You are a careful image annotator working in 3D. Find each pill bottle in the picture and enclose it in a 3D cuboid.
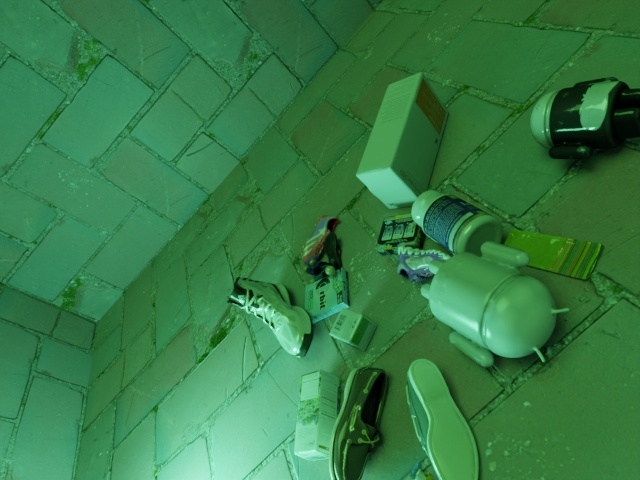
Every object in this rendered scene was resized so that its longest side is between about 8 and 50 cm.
[{"bbox_3d":[0.401,-0.051,1.263,0.153,0.153,0.265,-49,36,5],"label":"pill bottle"}]

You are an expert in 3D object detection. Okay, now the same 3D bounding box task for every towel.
[{"bbox_3d":[0.592,0.029,1.093,0.237,0.021,0.102,18,73,54],"label":"towel"}]

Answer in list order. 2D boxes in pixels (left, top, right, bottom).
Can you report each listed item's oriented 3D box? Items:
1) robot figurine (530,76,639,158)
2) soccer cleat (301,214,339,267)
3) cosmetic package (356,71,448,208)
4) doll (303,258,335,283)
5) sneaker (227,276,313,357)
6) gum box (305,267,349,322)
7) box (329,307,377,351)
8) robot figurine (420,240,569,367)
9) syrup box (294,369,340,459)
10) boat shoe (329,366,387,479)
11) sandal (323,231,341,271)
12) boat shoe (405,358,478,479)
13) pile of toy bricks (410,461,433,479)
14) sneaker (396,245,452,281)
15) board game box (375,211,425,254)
[{"bbox_3d":[0.724,-0.333,1.137,0.209,0.174,0.278,-29,24,-30],"label":"robot figurine"},{"bbox_3d":[0.000,0.000,1.739,0.095,0.083,0.248,-1,56,42],"label":"soccer cleat"},{"bbox_3d":[0.319,-0.373,1.572,0.161,0.230,0.454,-4,58,46],"label":"cosmetic package"},{"bbox_3d":[0.001,0.114,1.608,0.129,0.046,0.189,-46,21,-20],"label":"doll"},{"bbox_3d":[-0.213,0.276,1.552,0.447,0.257,0.169,40,110,58],"label":"sneaker"},{"bbox_3d":[0.022,0.208,1.561,0.184,0.041,0.157,-29,41,29],"label":"gum box"},{"bbox_3d":[0.106,0.289,1.356,0.102,0.087,0.101,11,68,51],"label":"box"},{"bbox_3d":[0.414,0.154,1.030,0.353,0.199,0.300,28,110,55],"label":"robot figurine"},{"bbox_3d":[-0.006,0.528,1.266,0.093,0.096,0.237,-28,42,33],"label":"syrup box"},{"bbox_3d":[0.111,0.506,1.142,0.096,0.116,0.325,-19,41,42],"label":"boat shoe"},{"bbox_3d":[0.056,0.051,1.670,0.067,0.040,0.179,-33,54,34],"label":"sandal"},{"bbox_3d":[0.288,0.458,1.027,0.099,0.116,0.320,100,162,-47],"label":"boat shoe"},{"bbox_3d":[0.214,0.620,0.946,0.105,0.118,0.212,35,94,16],"label":"pile of toy bricks"},{"bbox_3d":[0.326,0.083,1.295,0.236,0.095,0.105,4,70,55],"label":"sneaker"},{"bbox_3d":[0.286,-0.024,1.462,0.170,0.048,0.141,-8,52,45],"label":"board game box"}]
